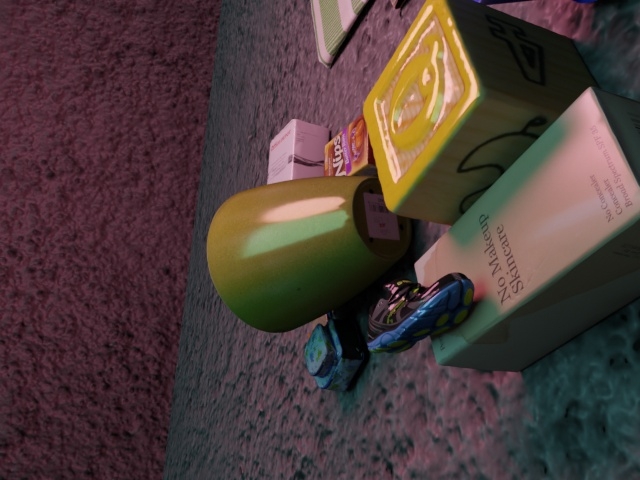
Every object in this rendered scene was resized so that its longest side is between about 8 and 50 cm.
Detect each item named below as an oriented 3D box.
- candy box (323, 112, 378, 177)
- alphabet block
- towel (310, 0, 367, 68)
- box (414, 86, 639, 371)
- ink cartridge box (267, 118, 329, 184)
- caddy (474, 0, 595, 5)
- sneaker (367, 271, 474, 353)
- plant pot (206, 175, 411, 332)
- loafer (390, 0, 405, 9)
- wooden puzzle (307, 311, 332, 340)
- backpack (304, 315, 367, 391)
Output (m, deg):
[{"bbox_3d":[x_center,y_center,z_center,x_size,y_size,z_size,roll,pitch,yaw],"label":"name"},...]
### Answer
[{"bbox_3d":[0.066,-0.160,1.226,0.186,0.053,0.109,149,127,-62],"label":"candy box"},{"bbox_3d":[0.187,-0.140,0.749,0.192,0.197,0.193,122,148,-43],"label":"alphabet block"},{"bbox_3d":[0.067,-0.571,1.414,0.325,0.038,0.248,-47,41,49],"label":"towel"},{"bbox_3d":[0.237,0.010,0.667,0.311,0.121,0.148,126,145,-46],"label":"box"},{"bbox_3d":[-0.054,-0.137,1.442,0.160,0.092,0.220,154,123,-62],"label":"ink cartridge box"},{"bbox_3d":[0.240,-0.423,0.689,0.241,0.179,0.342,149,108,-85],"label":"caddy"},{"bbox_3d":[0.100,0.074,0.719,0.188,0.067,0.078,135,131,-58],"label":"sneaker"},{"bbox_3d":[0.000,0.000,1.093,0.293,0.274,0.275,-21,61,46],"label":"plant pot"},{"bbox_3d":[0.160,-0.459,1.151,0.125,0.045,0.039,157,103,-71],"label":"loafer"},{"bbox_3d":[0.002,0.179,1.287,0.116,0.014,0.079,-51,41,49],"label":"wooden puzzle"},{"bbox_3d":[0.019,0.207,1.144,0.105,0.084,0.114,-111,35,-54],"label":"backpack"}]
